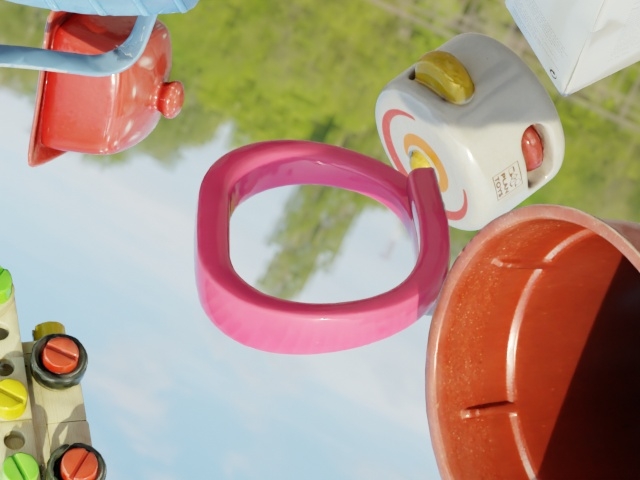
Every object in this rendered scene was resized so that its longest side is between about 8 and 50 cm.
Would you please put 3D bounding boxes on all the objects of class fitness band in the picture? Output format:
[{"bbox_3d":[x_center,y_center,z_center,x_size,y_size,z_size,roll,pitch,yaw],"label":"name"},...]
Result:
[{"bbox_3d":[0.000,0.000,1.446,0.209,0.054,0.291,-1,-148,-2],"label":"fitness band"}]

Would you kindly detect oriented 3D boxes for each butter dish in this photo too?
[{"bbox_3d":[-0.178,-0.141,1.577,0.118,0.160,0.160,19,-156,14],"label":"butter dish"}]

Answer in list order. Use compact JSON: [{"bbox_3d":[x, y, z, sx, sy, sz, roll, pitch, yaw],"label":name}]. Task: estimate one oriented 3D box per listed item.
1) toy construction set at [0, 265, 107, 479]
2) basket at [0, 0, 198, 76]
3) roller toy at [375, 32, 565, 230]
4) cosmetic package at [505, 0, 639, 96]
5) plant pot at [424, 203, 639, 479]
[{"bbox_3d":[-0.294,0.161,1.432,0.215,0.328,0.151,-4,163,-16],"label":"toy construction set"},{"bbox_3d":[-0.211,-0.238,1.327,0.254,0.289,0.201,-3,-125,-35],"label":"basket"},{"bbox_3d":[0.158,-0.115,1.915,0.191,0.146,0.209,55,161,0],"label":"roller toy"},{"bbox_3d":[0.326,-0.267,1.198,0.097,0.377,0.284,61,168,14],"label":"cosmetic package"},{"bbox_3d":[0.260,0.104,1.235,0.265,0.272,0.272,-4,-157,-34],"label":"plant pot"}]
